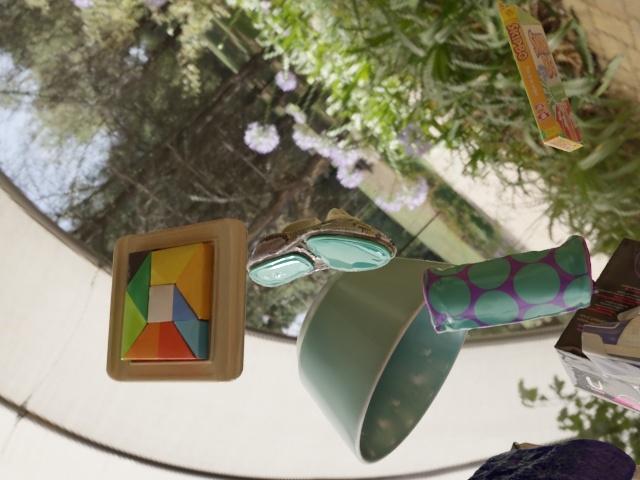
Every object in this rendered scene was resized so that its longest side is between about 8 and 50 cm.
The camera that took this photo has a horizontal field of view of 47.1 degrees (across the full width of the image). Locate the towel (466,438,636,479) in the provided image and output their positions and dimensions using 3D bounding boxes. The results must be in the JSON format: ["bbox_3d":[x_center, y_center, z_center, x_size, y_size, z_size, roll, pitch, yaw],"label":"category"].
[{"bbox_3d":[0.188,0.322,0.821,0.308,0.228,0.076,-24,-98,-42],"label":"towel"}]

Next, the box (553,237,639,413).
[{"bbox_3d":[0.569,0.151,1.314,0.165,0.270,0.143,18,151,47],"label":"box"}]

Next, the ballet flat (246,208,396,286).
[{"bbox_3d":[0.000,0.000,0.449,0.114,0.041,0.041,-14,138,41],"label":"ballet flat"}]

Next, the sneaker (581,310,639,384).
[{"bbox_3d":[0.547,0.112,1.039,0.316,0.182,0.127,-3,152,34],"label":"sneaker"}]

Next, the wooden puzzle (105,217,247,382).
[{"bbox_3d":[-0.210,0.087,1.027,0.044,0.239,0.220,19,-112,-56],"label":"wooden puzzle"}]

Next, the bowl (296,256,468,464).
[{"bbox_3d":[0.080,0.145,1.061,0.163,0.311,0.311,28,178,26],"label":"bowl"}]

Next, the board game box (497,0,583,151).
[{"bbox_3d":[0.365,-0.278,1.223,0.124,0.039,0.259,1,-112,-54],"label":"board game box"}]

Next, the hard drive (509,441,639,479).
[{"bbox_3d":[0.461,0.405,1.059,0.339,0.064,0.237,15,-164,-11],"label":"hard drive"}]

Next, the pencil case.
[{"bbox_3d":[0.171,0.041,0.672,0.070,0.152,0.064,-82,-29,-45],"label":"pencil case"}]
